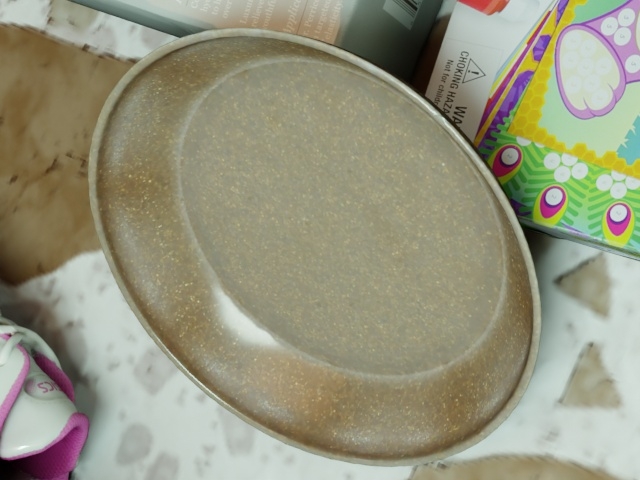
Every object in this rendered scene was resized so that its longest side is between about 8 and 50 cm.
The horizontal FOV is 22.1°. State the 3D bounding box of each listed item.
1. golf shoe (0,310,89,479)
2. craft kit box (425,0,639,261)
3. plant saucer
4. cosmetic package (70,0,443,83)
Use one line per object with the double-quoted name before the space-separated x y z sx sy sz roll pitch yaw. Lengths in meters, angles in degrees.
"golf shoe" -0.175 0.058 0.758 0.140 0.115 0.306 -19 76 15
"craft kit box" 0.177 -0.102 0.605 0.247 0.061 0.249 17 88 30
"plant saucer" 0.000 0.000 0.645 0.199 0.036 0.198 17 130 22
"cosmetic package" -0.064 -0.153 0.702 0.238 0.107 0.127 22 92 21
